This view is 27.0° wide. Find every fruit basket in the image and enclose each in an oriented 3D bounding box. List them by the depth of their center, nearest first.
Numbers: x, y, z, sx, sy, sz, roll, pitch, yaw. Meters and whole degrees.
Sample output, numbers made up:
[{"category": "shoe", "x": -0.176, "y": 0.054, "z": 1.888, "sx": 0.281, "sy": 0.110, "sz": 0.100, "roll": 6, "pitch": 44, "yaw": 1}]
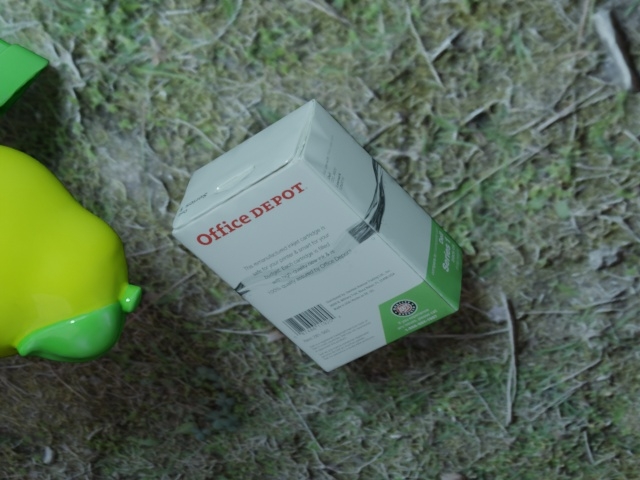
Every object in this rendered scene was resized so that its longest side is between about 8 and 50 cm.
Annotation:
[{"category": "fruit basket", "x": -0.338, "y": -0.007, "z": 1.077, "sx": 0.392, "sy": 0.392, "sz": 0.283, "roll": 37, "pitch": 129, "yaw": -21}]

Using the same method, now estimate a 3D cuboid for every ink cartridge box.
[{"category": "ink cartridge box", "x": 0.000, "y": 0.000, "z": 1.202, "sx": 0.160, "sy": 0.092, "sz": 0.219, "roll": -28, "pitch": 122, "yaw": 31}]
